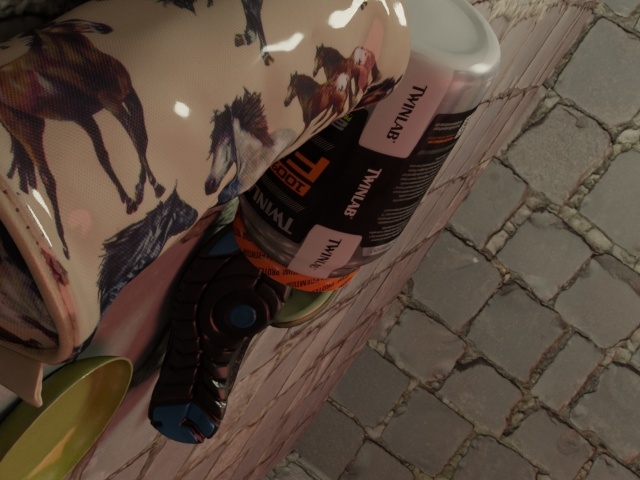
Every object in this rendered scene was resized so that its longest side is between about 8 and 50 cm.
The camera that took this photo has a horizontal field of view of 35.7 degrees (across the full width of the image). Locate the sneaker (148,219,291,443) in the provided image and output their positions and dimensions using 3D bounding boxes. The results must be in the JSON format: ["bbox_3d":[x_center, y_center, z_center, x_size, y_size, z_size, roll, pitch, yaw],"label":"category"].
[{"bbox_3d":[-0.132,0.090,1.247,0.140,0.125,0.341,-88,-157,-60],"label":"sneaker"}]

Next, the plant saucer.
[{"bbox_3d":[-0.296,0.211,1.061,0.241,0.037,0.241,-51,169,-14],"label":"plant saucer"}]

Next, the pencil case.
[{"bbox_3d":[-0.092,-0.085,0.662,0.410,0.159,0.184,-43,148,-42],"label":"pencil case"}]

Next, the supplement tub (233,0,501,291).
[{"bbox_3d":[0.032,-0.107,1.020,0.193,0.193,0.316,-39,161,-51],"label":"supplement tub"}]

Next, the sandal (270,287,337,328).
[{"bbox_3d":[0.000,-0.002,1.491,0.303,0.120,0.086,-52,141,-14],"label":"sandal"}]
